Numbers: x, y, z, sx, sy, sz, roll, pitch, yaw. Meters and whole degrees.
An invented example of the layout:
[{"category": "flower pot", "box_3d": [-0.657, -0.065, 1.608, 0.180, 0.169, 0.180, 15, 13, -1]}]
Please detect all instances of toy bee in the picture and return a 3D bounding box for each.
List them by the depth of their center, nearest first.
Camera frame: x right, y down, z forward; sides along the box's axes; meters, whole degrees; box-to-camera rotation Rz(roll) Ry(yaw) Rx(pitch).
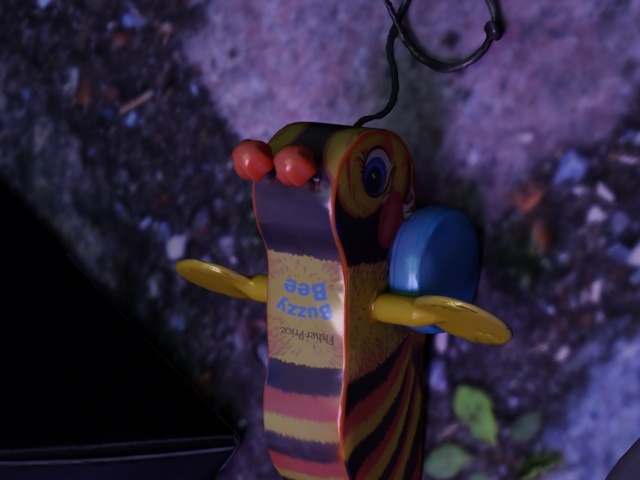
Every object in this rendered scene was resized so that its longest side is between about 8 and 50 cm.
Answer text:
[{"category": "toy bee", "box_3d": [0.000, 0.000, 1.051, 0.195, 0.162, 0.298, -17, 78, 31]}]

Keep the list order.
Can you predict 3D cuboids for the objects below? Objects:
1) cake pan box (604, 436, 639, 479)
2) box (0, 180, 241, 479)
[{"category": "cake pan box", "box_3d": [0.235, 0.187, 0.860, 0.246, 0.070, 0.267, -47, 62, 18]}, {"category": "box", "box_3d": [-0.392, 0.152, 1.206, 0.480, 0.297, 0.471, 43, 110, 27]}]
